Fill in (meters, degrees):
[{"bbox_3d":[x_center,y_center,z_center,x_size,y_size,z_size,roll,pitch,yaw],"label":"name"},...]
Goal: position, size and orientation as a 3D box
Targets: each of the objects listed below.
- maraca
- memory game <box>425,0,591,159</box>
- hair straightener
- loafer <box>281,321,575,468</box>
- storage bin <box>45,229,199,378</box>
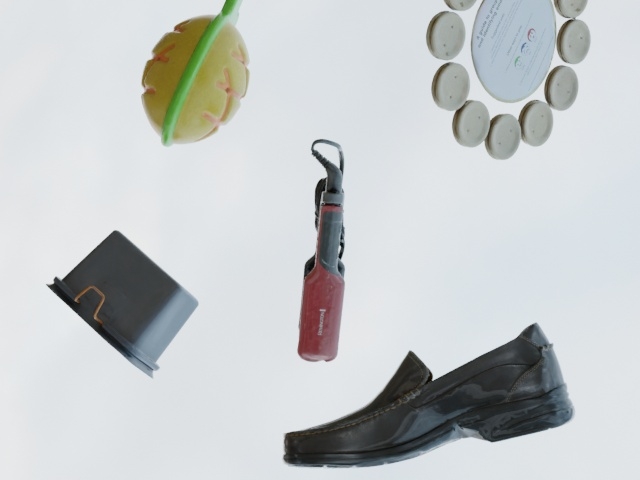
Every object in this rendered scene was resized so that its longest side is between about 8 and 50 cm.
[{"bbox_3d":[-0.113,-0.170,1.729,0.127,0.099,0.186,118,-3,-56],"label":"maraca"},{"bbox_3d":[0.146,-0.154,1.376,0.012,0.186,0.186,14,-108,46],"label":"memory game"},{"bbox_3d":[0.000,0.000,1.704,0.089,0.047,0.230,-89,178,-58],"label":"hair straightener"},{"bbox_3d":[0.057,0.093,1.028,0.062,0.170,0.061,123,-45,-85],"label":"loafer"},{"bbox_3d":[-0.194,0.055,1.785,0.135,0.098,0.091,38,-95,27],"label":"storage bin"}]
